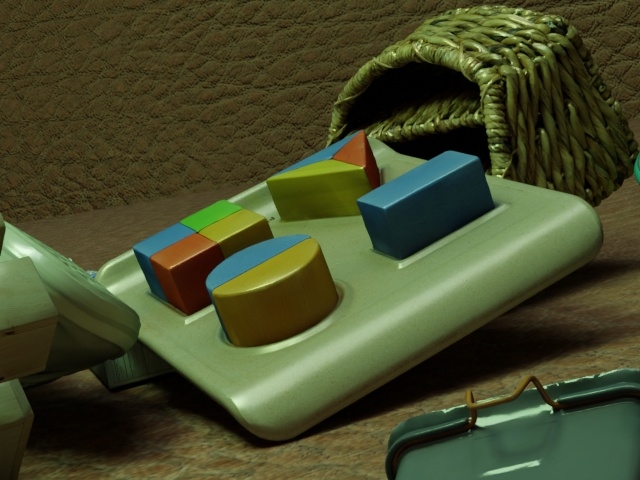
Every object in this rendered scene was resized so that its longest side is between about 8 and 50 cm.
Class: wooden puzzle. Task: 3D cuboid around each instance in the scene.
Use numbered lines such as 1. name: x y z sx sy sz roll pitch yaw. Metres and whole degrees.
1. wooden puzzle: 0.000 0.000 1.046 0.322 0.080 0.348 -28 26 -20

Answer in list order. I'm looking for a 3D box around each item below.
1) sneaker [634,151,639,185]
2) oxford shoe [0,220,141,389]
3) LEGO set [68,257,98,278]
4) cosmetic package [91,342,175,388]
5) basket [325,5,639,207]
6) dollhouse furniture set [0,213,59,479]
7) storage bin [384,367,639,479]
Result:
1. sneaker: 0.316 -0.029 0.926 0.124 0.178 0.295 -5 10 39
2. oxford shoe: -0.271 0.073 1.060 0.130 0.169 0.449 -55 20 -21
3. LEGO set: -0.285 0.051 1.661 0.244 0.060 0.182 -9 4 16
4. cosmetic package: -0.184 0.085 1.240 0.099 0.060 0.239 -12 8 -18
5. basket: 0.115 -0.088 1.258 0.223 0.213 0.299 -40 18 -24
6. dollhouse furniture set: -0.342 0.014 0.860 0.174 0.355 0.303 -15 -30 -32
7. storage bin: 0.085 0.114 0.529 0.135 0.098 0.091 -16 15 22
